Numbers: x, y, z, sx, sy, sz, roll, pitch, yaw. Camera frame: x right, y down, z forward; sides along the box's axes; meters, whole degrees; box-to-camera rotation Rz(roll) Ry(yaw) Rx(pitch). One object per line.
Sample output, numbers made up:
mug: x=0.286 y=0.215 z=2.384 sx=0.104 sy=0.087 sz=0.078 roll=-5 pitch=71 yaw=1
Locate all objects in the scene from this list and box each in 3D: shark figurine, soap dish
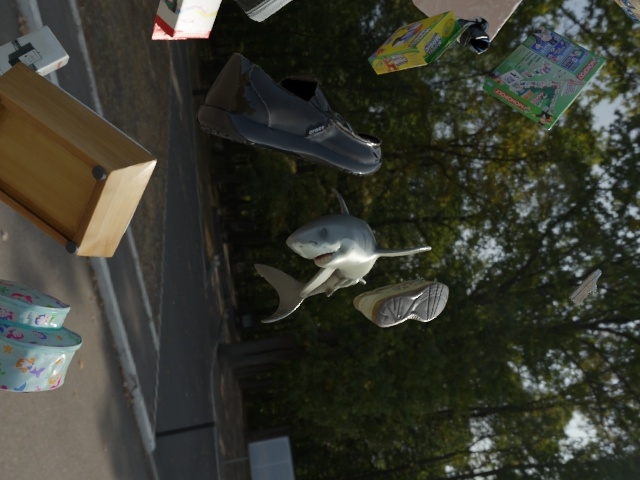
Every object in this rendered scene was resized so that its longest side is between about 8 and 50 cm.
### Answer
shark figurine: x=0.010 y=0.004 z=0.587 sx=0.278 sy=0.166 sz=0.116 roll=125 pitch=-49 yaw=-66
soap dish: x=-0.457 y=-0.128 z=0.875 sx=0.229 sy=0.290 sz=0.118 roll=-55 pitch=179 yaw=26

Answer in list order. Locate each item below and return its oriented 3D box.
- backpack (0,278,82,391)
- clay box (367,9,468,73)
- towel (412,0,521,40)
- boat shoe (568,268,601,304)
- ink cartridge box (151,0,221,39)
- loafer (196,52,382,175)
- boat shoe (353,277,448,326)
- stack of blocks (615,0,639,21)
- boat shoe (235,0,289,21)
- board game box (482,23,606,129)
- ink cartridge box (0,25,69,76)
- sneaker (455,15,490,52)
backpack: x=-0.600 y=0.184 z=0.970 sx=0.191 sy=0.253 sz=0.225 roll=-61 pitch=165 yaw=-5
clay box: x=0.219 y=-0.452 z=1.150 sx=0.053 sy=0.127 sz=0.222 roll=48 pitch=-14 yaw=-26
towel: x=0.514 y=-0.849 z=1.678 sx=0.053 sy=0.317 sz=0.332 roll=-52 pitch=180 yaw=-39
boat shoe: x=0.653 y=0.115 z=1.223 sx=0.035 sy=0.100 sz=0.035 roll=43 pitch=1 yaw=16
ink cartridge box: x=-0.339 y=-0.606 z=1.300 sx=0.078 sy=0.134 sz=0.231 roll=44 pitch=-52 yaw=13
loafer: x=-0.008 y=-0.114 z=0.471 sx=0.080 sy=0.220 sz=0.078 roll=24 pitch=-78 yaw=38
boat shoe: x=0.208 y=0.141 z=1.228 sx=0.089 sy=0.285 sz=0.105 roll=23 pitch=-74 yaw=46
stack of blocks: x=0.570 y=-0.545 z=0.947 sx=0.087 sy=0.297 sz=0.171 roll=-45 pitch=-166 yaw=27
boat shoe: x=-0.086 y=-0.592 z=1.073 sx=0.335 sy=0.119 sz=0.121 roll=-21 pitch=-121 yaw=44
board game box: x=0.623 y=-0.461 z=1.391 sx=0.213 sy=0.317 sz=0.046 roll=39 pitch=-26 yaw=15
ink cartridge box: x=-0.753 y=-0.443 z=1.256 sx=0.153 sy=0.208 sz=0.087 roll=18 pitch=-39 yaw=59
sneaker: x=0.477 y=-0.617 z=1.527 sx=0.121 sy=0.216 sz=0.079 roll=49 pitch=-45 yaw=22
